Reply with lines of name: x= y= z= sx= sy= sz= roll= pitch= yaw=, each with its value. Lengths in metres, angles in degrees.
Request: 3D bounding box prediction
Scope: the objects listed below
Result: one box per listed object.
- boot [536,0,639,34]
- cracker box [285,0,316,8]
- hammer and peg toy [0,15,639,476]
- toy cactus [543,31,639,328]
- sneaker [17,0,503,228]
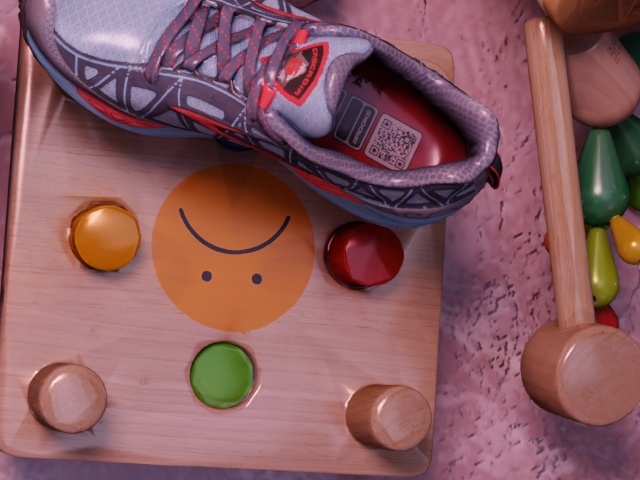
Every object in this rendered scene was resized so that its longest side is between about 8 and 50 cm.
boot: x=0.164 y=-0.216 z=1.166 sx=0.262 sy=0.095 sz=0.203 roll=-13 pitch=53 yaw=-45
cracker box: x=-0.095 y=-0.238 z=1.137 sx=0.232 sy=0.067 sz=0.155 roll=12 pitch=83 yaw=-19
hammer and peg toy: x=0.000 y=0.000 z=1.122 sx=0.361 sy=0.127 sz=0.266 roll=4 pitch=86 yaw=-16
toy cactus: x=0.188 y=-0.065 z=1.186 sx=0.219 sy=0.112 sz=0.180 roll=-60 pitch=143 yaw=-21
sneaker: x=-0.022 y=-0.091 z=0.987 sx=0.262 sy=0.125 sz=0.104 roll=20 pitch=81 yaw=-14
